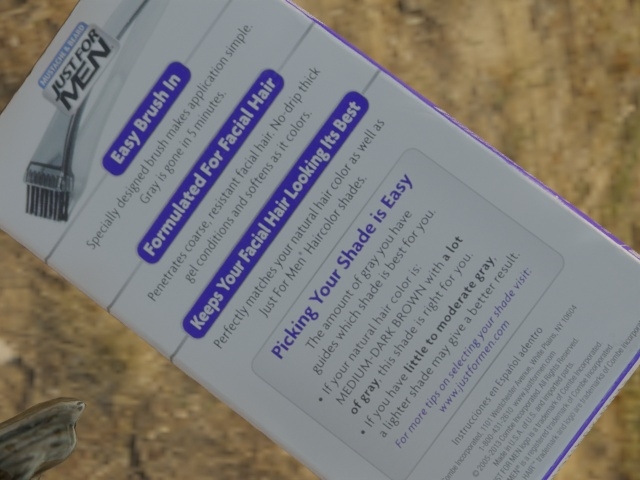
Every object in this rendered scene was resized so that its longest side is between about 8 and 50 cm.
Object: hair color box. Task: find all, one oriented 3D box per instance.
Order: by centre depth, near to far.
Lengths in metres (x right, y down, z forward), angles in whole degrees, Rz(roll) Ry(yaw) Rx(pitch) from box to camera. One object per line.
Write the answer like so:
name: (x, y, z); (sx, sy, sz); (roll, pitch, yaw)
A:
hair color box: (0.000, 0.000, 1.025); (0.185, 0.339, 0.110); (-54, 171, 6)

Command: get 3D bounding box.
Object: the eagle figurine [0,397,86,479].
eagle figurine: (-0.110, 0.196, 0.559); (0.225, 0.226, 0.298); (1, 62, -24)
